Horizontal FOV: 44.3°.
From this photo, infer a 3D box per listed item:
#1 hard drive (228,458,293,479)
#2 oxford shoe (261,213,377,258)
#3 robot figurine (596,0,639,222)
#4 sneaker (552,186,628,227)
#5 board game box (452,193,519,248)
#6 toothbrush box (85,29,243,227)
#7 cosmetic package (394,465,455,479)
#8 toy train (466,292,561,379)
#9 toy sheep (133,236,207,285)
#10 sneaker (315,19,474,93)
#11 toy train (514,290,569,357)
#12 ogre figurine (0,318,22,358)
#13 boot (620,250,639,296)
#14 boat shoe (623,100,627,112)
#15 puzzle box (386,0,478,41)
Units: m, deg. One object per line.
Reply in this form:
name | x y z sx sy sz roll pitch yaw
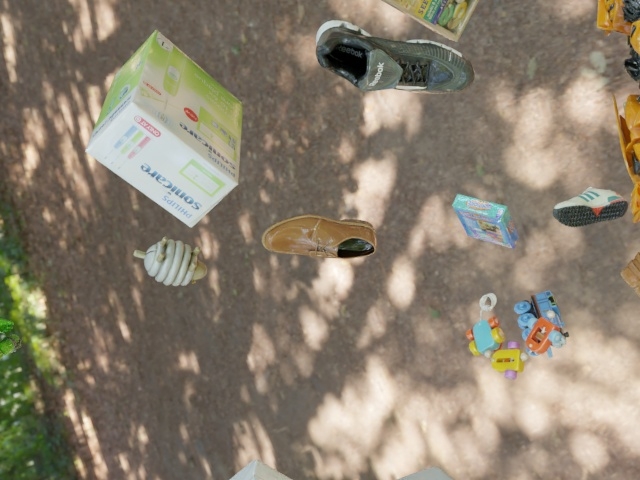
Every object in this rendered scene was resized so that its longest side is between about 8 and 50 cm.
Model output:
hard drive | -0.012 0.448 1.071 0.233 0.353 0.047 -45 19 30
oxford shoe | 0.000 0.000 1.423 0.076 0.212 0.076 -102 11 -60
robot figurine | 0.319 -0.169 0.708 0.211 0.085 0.291 98 172 -64
sneaker | 0.556 -0.075 1.650 0.075 0.161 0.057 -106 11 -54
board game box | 0.502 -0.057 2.380 0.160 0.047 0.210 18 164 30
toothbrush box | -0.244 -0.189 1.296 0.122 0.206 0.283 -39 29 24
cosmetic package | 0.227 0.575 1.177 0.284 0.097 0.377 17 116 61
toy train | 0.310 0.154 1.253 0.166 0.046 0.125 29 91 55
toy sheep | -0.263 0.037 1.387 0.091 0.132 0.091 -56 21 34
sneaker | 0.097 -0.241 1.098 0.234 0.106 0.078 16 124 4
toy train | 0.537 0.204 1.911 0.184 0.105 0.080 -89 -21 -56
ogre figurine | -0.693 0.181 1.594 0.118 0.097 0.197 -98 -6 -55
boot | 0.665 0.020 1.589 0.152 0.073 0.197 -47 60 37
boat shoe | 0.703 -0.236 1.751 0.048 0.056 0.153 0 99 49
puzzle box | 0.224 -0.528 1.181 0.052 0.272 0.409 37 108 33
